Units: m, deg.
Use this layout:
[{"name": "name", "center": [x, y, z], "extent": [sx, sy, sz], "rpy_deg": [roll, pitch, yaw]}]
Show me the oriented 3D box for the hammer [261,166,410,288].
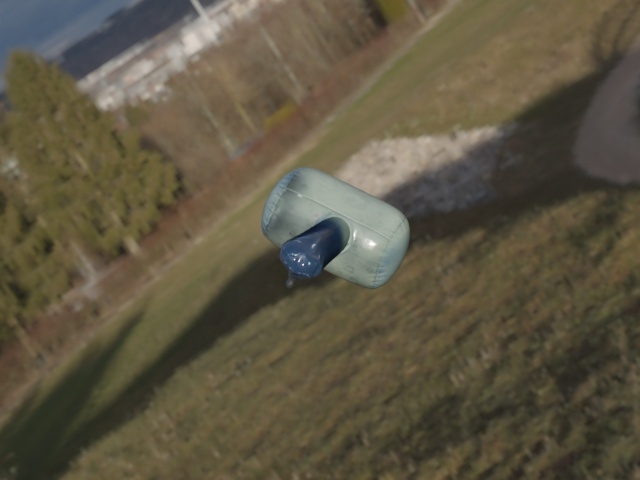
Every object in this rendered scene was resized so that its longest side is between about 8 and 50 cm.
[{"name": "hammer", "center": [0.000, 0.000, 0.978], "extent": [0.069, 0.116, 0.194], "rpy_deg": [-65, -6, 14]}]
